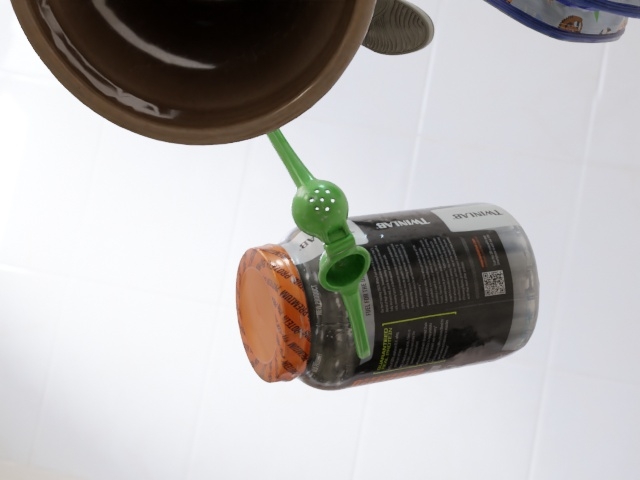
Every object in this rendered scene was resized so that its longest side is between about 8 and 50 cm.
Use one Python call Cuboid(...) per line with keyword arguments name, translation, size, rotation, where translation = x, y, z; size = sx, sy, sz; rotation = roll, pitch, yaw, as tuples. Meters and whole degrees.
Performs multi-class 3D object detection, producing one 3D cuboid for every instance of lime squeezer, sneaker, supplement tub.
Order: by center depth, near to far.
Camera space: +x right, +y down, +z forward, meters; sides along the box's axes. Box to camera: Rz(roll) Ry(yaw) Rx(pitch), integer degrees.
Cuboid(name="lime squeezer", translation=(0.000, 0.000, 1.110), size=(0.058, 0.310, 0.110), rotation=(-33, 19, -27))
Cuboid(name="supplement tub", translation=(0.080, 0.069, 1.368), size=(0.337, 0.207, 0.207), rotation=(-7, 2, -24))
Cuboid(name="sneaker", translation=(0.090, -0.311, 1.556), size=(0.222, 0.083, 0.118), rotation=(20, 24, 39))

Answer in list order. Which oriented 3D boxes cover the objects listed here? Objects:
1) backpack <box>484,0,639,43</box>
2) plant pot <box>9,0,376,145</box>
Cuboid(name="backpack", translation=(0.273, -0.324, 1.166), size=(0.276, 0.213, 0.263), rotation=(-14, 39, -34))
Cuboid(name="plant pot", translation=(-0.087, -0.228, 0.862), size=(0.263, 0.263, 0.229), rotation=(11, 20, -3))
